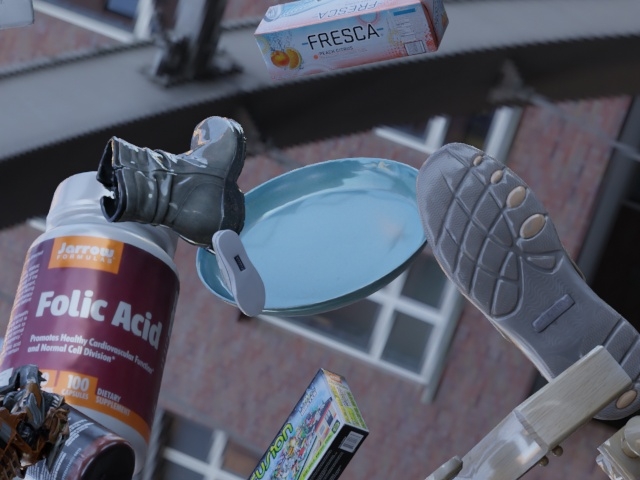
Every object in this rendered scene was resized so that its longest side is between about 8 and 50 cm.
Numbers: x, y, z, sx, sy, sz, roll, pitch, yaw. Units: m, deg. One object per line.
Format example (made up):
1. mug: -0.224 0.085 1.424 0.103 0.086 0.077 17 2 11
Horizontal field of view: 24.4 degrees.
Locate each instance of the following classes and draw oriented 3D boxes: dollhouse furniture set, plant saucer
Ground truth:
1. dollhouse furniture set: 0.271 0.295 1.273 0.303 0.355 0.174 -30 -16 -32
2. plant saucer: 0.000 0.000 1.872 0.317 0.317 0.043 -57 -42 -43

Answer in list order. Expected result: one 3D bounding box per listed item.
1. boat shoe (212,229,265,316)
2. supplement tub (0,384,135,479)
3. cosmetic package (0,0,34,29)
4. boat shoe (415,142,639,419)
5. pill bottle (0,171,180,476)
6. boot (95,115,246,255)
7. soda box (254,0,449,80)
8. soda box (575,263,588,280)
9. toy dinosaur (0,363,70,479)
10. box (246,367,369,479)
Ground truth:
1. boat shoe: -0.090 0.035 1.591 0.035 0.100 0.035 -29 13 -20
2. supplement tub: -0.323 0.244 1.773 0.106 0.198 0.106 -35 -42 -39
3. cosmetic package: -0.526 -0.490 1.931 0.161 0.230 0.453 -156 57 -72
4. boat shoe: 0.207 0.046 1.499 0.123 0.324 0.116 -34 -8 0
5. pill bottle: -0.316 0.117 2.043 0.224 0.224 0.392 90 -173 -59
6. boot: -0.172 -0.089 1.692 0.083 0.161 0.246 -57 23 29
7. soda box: 0.031 -0.212 1.474 0.063 0.183 0.058 -67 -37 -50
8. soda box: 0.309 0.040 1.998 0.053 0.060 0.169 -40 -18 12
9. toy dinosaur: -0.313 0.167 1.061 0.218 0.164 0.322 64 -157 -11
10. box: -0.025 0.260 1.684 0.207 0.036 0.114 -58 27 17
